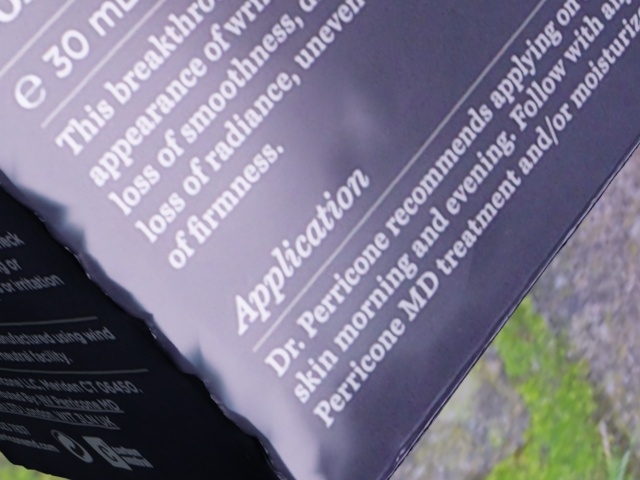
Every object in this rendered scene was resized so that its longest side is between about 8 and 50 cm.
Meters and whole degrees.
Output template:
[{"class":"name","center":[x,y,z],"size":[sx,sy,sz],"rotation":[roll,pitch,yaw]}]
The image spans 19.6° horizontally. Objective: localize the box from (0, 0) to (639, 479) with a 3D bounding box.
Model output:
[{"class":"box","center":[-0.037,-0.163,0.462],"size":[0.312,0.179,0.343],"rotation":[50,66,-23]}]
